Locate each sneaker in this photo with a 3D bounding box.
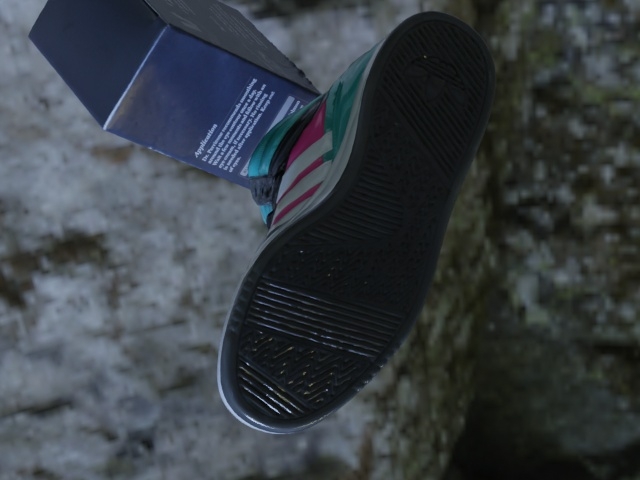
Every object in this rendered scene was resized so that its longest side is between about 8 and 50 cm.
[{"bbox_3d":[0.000,0.000,1.208,0.124,0.178,0.295,32,-111,-9],"label":"sneaker"}]

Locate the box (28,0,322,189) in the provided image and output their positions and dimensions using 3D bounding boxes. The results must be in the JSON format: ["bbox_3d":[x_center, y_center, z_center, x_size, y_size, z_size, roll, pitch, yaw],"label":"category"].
[{"bbox_3d":[-0.107,-0.128,1.367,0.093,0.158,0.156,-57,-139,13],"label":"box"}]
